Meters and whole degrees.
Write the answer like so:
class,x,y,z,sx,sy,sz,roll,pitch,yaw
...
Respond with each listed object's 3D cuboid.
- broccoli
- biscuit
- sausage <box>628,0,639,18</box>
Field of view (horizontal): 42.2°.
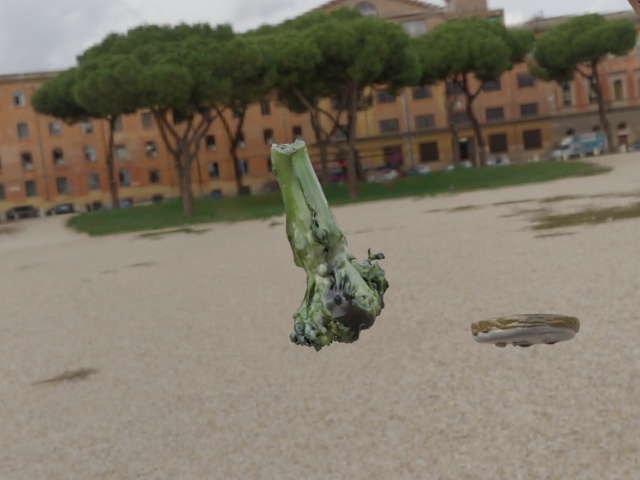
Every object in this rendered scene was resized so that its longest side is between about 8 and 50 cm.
class,x,y,z,sx,sy,sz,roll,pitch,yaw
broccoli,-0.007,0.002,1.197,0.145,0.304,0.165,-15,4,20
biscuit,0.402,0.178,1.599,0.208,0.049,0.181,9,-17,-29
sausage,0.433,-0.352,1.102,0.078,0.304,0.078,-36,5,3
